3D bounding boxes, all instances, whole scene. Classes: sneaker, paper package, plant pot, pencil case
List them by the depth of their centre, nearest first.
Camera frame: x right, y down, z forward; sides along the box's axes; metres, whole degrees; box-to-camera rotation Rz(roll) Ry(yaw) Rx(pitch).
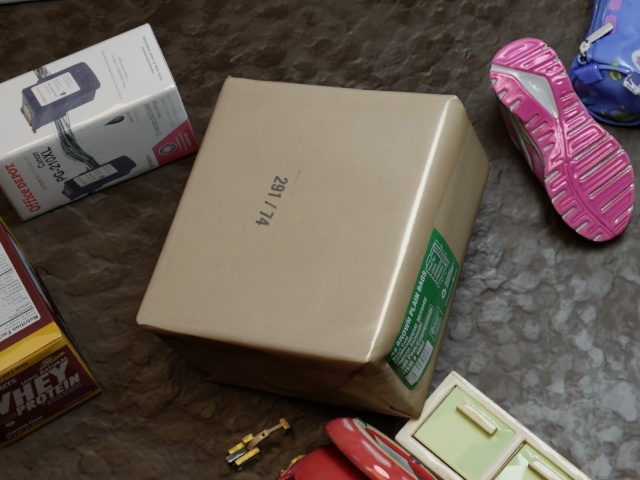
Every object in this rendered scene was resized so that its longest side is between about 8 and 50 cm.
[{"bbox_3d":[0.037,0.293,1.674,0.191,0.191,0.174,41,93,20],"label":"plant pot"},{"bbox_3d":[0.000,0.000,1.791,0.309,0.168,0.325,7,66,29],"label":"paper package"},{"bbox_3d":[0.282,-0.116,1.889,0.103,0.111,0.252,-27,90,3],"label":"sneaker"},{"bbox_3d":[0.378,-0.288,1.935,0.119,0.133,0.306,-6,58,48],"label":"pencil case"}]

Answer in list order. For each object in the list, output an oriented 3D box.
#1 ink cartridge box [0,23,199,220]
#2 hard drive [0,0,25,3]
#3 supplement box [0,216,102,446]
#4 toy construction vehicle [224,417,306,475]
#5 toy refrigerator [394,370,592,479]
[{"bbox_3d":[-0.280,-0.135,1.917,0.237,0.172,0.100,-22,67,-3],"label":"ink cartridge box"},{"bbox_3d":[-0.322,-0.410,2.109,0.307,0.040,0.203,-6,67,4],"label":"hard drive"},{"bbox_3d":[-0.362,0.095,1.818,0.129,0.191,0.194,-30,67,-6],"label":"supplement box"},{"bbox_3d":[-0.062,0.254,1.804,0.098,0.035,0.086,-30,67,-7],"label":"toy construction vehicle"},{"bbox_3d":[0.214,0.267,1.737,0.269,0.094,0.102,39,76,20],"label":"toy refrigerator"}]
